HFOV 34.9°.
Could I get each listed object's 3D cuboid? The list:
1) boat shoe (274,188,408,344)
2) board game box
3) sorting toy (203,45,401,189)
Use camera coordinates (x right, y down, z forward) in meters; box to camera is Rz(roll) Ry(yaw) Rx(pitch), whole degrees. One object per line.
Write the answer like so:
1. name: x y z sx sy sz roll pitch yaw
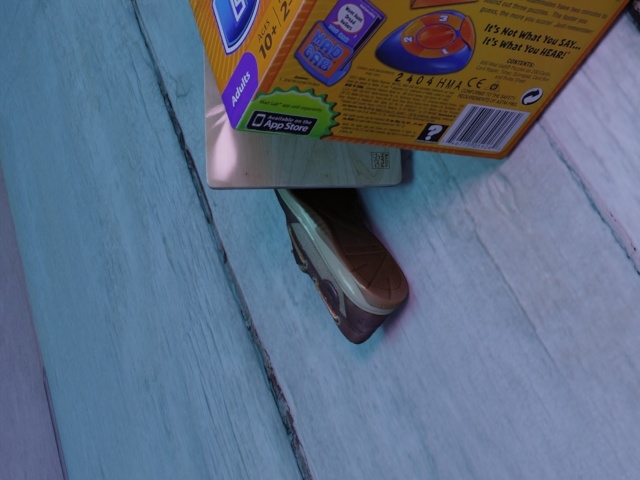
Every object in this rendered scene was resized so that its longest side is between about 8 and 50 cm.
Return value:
1. boat shoe: 0.000 0.000 1.433 0.342 0.123 0.123 56 133 35
2. board game box: 0.087 -0.346 1.077 0.356 0.356 0.356 -55 43 41
3. sorting toy: -0.028 -0.193 1.374 0.089 0.255 0.257 130 139 -82
